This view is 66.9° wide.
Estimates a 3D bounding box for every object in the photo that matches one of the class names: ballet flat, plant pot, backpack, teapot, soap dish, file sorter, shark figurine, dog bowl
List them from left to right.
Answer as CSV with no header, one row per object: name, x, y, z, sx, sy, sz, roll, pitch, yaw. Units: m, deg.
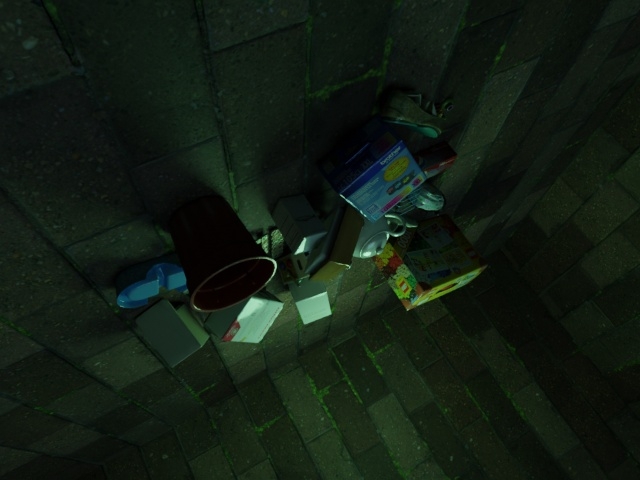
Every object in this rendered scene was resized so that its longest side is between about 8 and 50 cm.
dog bowl,-0.533,0.123,1.604,0.297,0.074,0.166,-20,154,-28
plant pot,-0.311,0.029,1.453,0.272,0.265,0.272,-27,156,-13
soap dish,0.048,0.022,1.779,0.291,0.118,0.229,133,-22,-66
teapot,0.197,-0.019,2.005,0.252,0.187,0.256,3,129,-54
shark figurine,0.283,-0.099,2.201,0.278,0.166,0.116,-16,131,4
file sorter,0.343,-0.197,2.033,0.118,0.104,0.170,-26,157,-13
ballet flat,0.313,-0.414,1.575,0.123,0.123,0.348,-46,155,28
backpack,0.469,-0.197,2.170,0.182,0.152,0.115,2,125,-46

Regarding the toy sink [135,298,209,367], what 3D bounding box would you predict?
toy sink,-0.570,0.340,1.879,0.153,0.234,0.131,-36,-174,6

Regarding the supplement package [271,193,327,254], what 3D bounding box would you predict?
supplement package,-0.076,-0.057,1.684,0.105,0.179,0.105,-15,151,-37

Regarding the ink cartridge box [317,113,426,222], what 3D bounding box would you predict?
ink cartridge box,0.174,-0.243,1.649,0.270,0.151,0.395,-41,151,11

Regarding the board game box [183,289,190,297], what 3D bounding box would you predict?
board game box,-0.404,0.124,1.825,0.260,0.030,0.136,-30,155,-6

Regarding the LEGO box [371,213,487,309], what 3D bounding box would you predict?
LEGO box,0.569,0.101,2.567,0.500,0.372,0.193,-17,152,-34

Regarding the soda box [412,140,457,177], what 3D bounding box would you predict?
soda box,0.412,-0.300,1.939,0.263,0.083,0.092,-25,157,-18

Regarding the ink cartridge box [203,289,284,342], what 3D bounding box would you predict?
ink cartridge box,-0.325,0.317,2.103,0.226,0.131,0.306,-56,156,1

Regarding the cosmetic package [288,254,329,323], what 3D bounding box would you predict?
cosmetic package,-0.057,0.234,2.252,0.155,0.197,0.365,-20,154,-3

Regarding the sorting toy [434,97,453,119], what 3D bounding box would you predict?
sorting toy,0.433,-0.457,1.708,0.102,0.042,0.061,-27,156,-13

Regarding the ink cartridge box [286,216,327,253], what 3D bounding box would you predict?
ink cartridge box,0.000,0.000,2.064,0.224,0.045,0.223,-42,155,22

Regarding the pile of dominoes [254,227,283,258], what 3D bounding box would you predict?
pile of dominoes,-0.211,0.055,1.875,0.196,0.040,0.251,-34,159,-22

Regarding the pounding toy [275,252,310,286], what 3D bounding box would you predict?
pounding toy,-0.112,0.126,1.997,0.100,0.141,0.130,-15,174,-43
